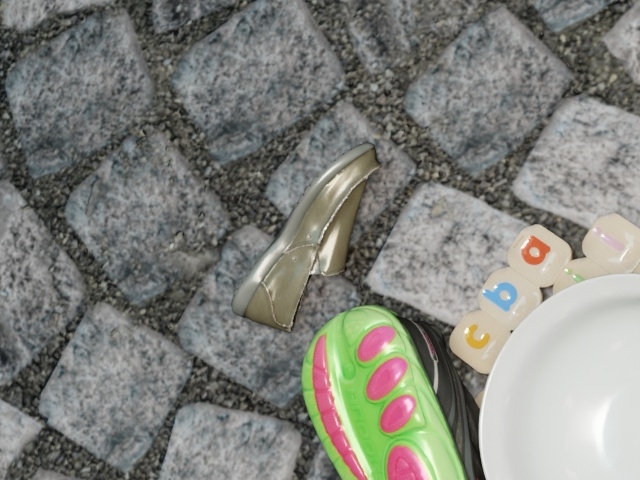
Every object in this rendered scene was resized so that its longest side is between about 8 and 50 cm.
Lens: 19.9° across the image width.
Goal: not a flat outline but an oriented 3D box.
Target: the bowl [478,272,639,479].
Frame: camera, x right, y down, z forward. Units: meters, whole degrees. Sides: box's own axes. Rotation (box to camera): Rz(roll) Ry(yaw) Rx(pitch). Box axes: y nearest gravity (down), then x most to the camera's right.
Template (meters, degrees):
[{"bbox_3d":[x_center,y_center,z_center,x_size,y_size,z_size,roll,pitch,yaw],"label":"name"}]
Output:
[{"bbox_3d":[0.316,0.187,1.788,0.298,0.134,0.297,-8,75,32],"label":"bowl"}]

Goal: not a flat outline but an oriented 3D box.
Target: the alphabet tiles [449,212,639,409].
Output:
[{"bbox_3d":[0.277,0.118,1.930,0.278,0.021,0.284,37,96,33],"label":"alphabet tiles"}]

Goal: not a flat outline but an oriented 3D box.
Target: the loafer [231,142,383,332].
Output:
[{"bbox_3d":[0.000,0.000,2.085,0.087,0.094,0.251,37,101,5],"label":"loafer"}]

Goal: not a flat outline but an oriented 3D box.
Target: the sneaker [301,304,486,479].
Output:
[{"bbox_3d":[0.134,0.294,1.865,0.185,0.202,0.482,-16,85,35],"label":"sneaker"}]
